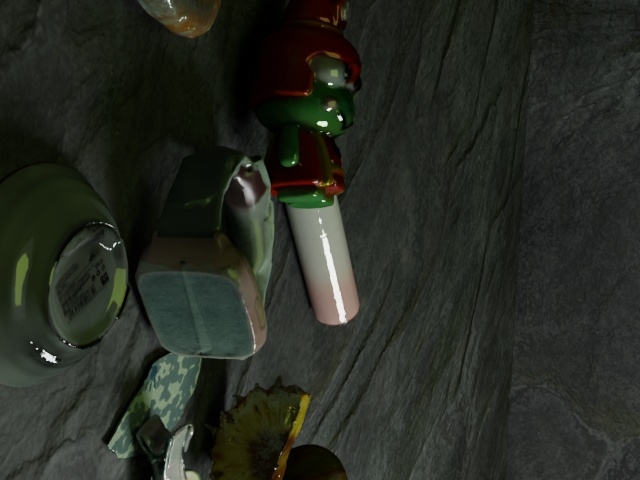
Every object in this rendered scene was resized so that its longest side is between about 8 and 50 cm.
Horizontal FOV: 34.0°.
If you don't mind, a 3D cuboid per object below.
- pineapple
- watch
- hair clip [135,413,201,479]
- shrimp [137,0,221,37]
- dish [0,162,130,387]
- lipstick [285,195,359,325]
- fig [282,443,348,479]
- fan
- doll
[{"bbox_3d":[-0.110,0.312,1.598,0.079,0.135,0.233,18,90,-74],"label":"pineapple"},{"bbox_3d":[-0.140,0.007,1.435,0.241,0.161,0.253,-72,159,-47],"label":"watch"},{"bbox_3d":[-0.215,0.350,1.446,0.159,0.071,0.219,-36,129,-49],"label":"hair clip"},{"bbox_3d":[-0.192,-0.356,1.283,0.317,0.062,0.164,22,73,-69],"label":"shrimp"},{"bbox_3d":[-0.286,0.045,1.179,0.260,0.085,0.260,-31,125,-59],"label":"dish"},{"bbox_3d":[0.000,0.000,1.766,0.087,0.087,0.327,-57,146,-41],"label":"lipstick"},{"bbox_3d":[-0.029,0.416,1.776,0.186,0.142,0.148,33,41,-76],"label":"fig"},{"bbox_3d":[-0.224,0.222,1.457,0.240,0.009,0.131,-51,142,-47],"label":"fan"},{"bbox_3d":[-0.022,-0.232,1.561,0.182,0.160,0.363,17,80,-66],"label":"doll"}]
